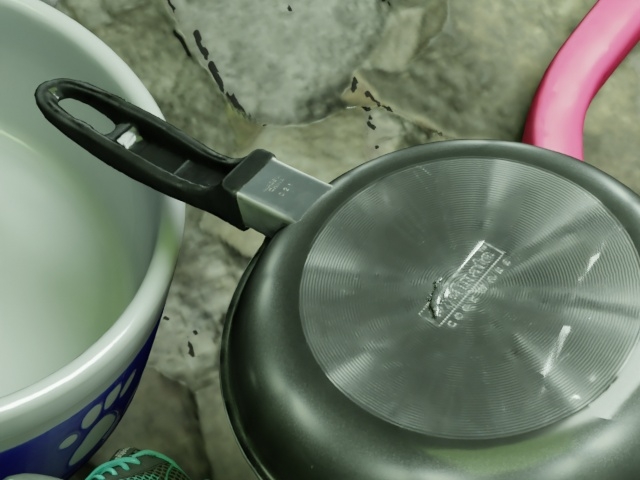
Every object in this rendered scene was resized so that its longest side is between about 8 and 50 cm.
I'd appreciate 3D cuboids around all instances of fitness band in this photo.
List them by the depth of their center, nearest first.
[{"bbox_3d":[0.236,-0.071,0.865,0.209,0.054,0.291,38,70,10],"label":"fitness band"}]

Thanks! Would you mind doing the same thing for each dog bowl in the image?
[{"bbox_3d":[-0.200,0.001,0.735,0.265,0.104,0.265,8,52,-10],"label":"dog bowl"}]

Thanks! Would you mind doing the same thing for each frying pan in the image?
[{"bbox_3d":[0.027,-0.011,0.649,0.197,0.053,0.326,-26,55,-13],"label":"frying pan"}]

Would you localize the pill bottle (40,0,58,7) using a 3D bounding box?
[{"bbox_3d":[-0.221,-0.153,0.839,0.160,0.087,0.087,-7,70,-7],"label":"pill bottle"}]

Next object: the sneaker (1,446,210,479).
[{"bbox_3d":[-0.092,0.125,0.723,0.065,0.166,0.076,-28,55,19],"label":"sneaker"}]
